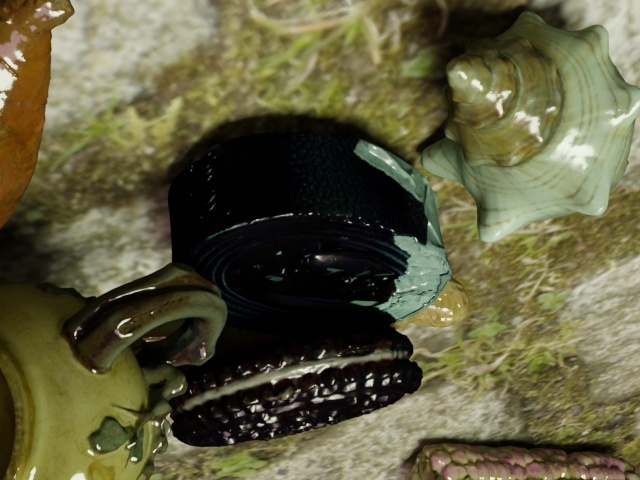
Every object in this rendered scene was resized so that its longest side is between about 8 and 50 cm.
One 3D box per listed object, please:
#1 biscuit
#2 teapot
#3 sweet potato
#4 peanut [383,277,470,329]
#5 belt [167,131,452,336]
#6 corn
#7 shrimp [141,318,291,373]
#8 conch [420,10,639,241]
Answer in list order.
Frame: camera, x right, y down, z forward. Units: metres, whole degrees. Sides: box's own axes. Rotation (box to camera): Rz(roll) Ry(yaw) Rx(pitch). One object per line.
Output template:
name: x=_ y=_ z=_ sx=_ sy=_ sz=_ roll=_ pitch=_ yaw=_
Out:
biscuit: x=-0.019 y=0.110 z=0.622 sx=0.195 sy=0.053 sz=0.194 roll=-13 pitch=162 yaw=-4
teapot: x=-0.159 y=0.109 z=0.513 sx=0.269 sy=0.173 sz=0.182 roll=-39 pitch=157 yaw=8
sweet potato: x=-0.241 y=-0.008 z=0.443 sx=0.359 sy=0.112 sz=0.112 roll=-37 pitch=138 yaw=23
peanut: x=0.065 y=0.046 z=0.662 sx=0.113 sy=0.053 sz=0.054 roll=2 pitch=139 yaw=-16
belt: x=0.000 y=0.000 z=0.556 sx=0.198 sy=0.078 sz=0.151 roll=16 pitch=141 yaw=-36
corn: x=0.249 y=0.302 z=0.992 sx=0.335 sy=0.126 sz=0.126 roll=14 pitch=134 yaw=-31
shrimp: x=-0.102 y=0.094 z=0.678 sx=0.236 sy=0.053 sz=0.133 roll=-3 pitch=161 yaw=-22
conch: x=0.127 y=-0.052 z=0.519 sx=0.137 sy=0.114 sz=0.234 roll=-11 pitch=150 yaw=15
